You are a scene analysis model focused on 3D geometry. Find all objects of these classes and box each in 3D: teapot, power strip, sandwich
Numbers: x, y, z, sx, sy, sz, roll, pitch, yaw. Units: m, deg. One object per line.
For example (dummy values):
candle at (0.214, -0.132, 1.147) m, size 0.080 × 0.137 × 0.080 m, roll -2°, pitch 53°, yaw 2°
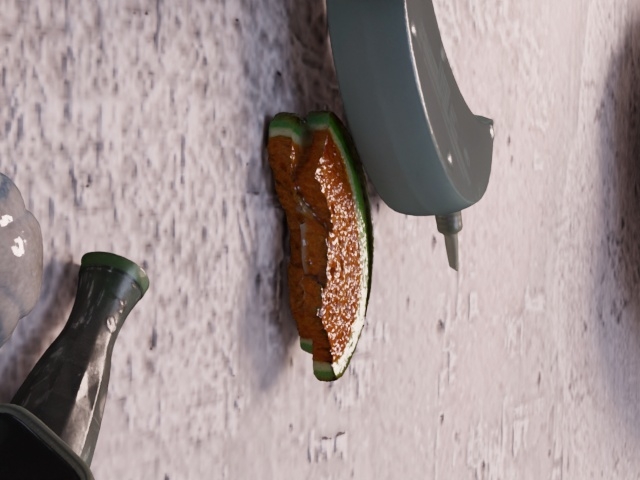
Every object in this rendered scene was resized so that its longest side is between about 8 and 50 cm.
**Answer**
teapot at (-0.100, 0.052, 0.780) m, size 0.043 × 0.043 × 0.110 m, roll 59°, pitch 39°, yaw -46°
power strip at (0.050, -0.079, 1.013) m, size 0.137 × 0.044 × 0.216 m, roll -77°, pitch 153°, yaw -49°
sandwich at (0.001, 0.002, 0.969) m, size 0.067 × 0.029 × 0.135 m, roll -14°, pitch 103°, yaw -62°

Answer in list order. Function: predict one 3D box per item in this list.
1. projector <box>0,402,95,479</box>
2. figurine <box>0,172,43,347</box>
projector at (-0.114, 0.121, 0.696) m, size 0.083 × 0.083 × 0.082 m, roll -35°, pitch 129°, yaw -19°
figurine at (-0.137, 0.007, 0.685) m, size 0.114 × 0.079 × 0.114 m, roll 174°, pitch -90°, yaw -82°
